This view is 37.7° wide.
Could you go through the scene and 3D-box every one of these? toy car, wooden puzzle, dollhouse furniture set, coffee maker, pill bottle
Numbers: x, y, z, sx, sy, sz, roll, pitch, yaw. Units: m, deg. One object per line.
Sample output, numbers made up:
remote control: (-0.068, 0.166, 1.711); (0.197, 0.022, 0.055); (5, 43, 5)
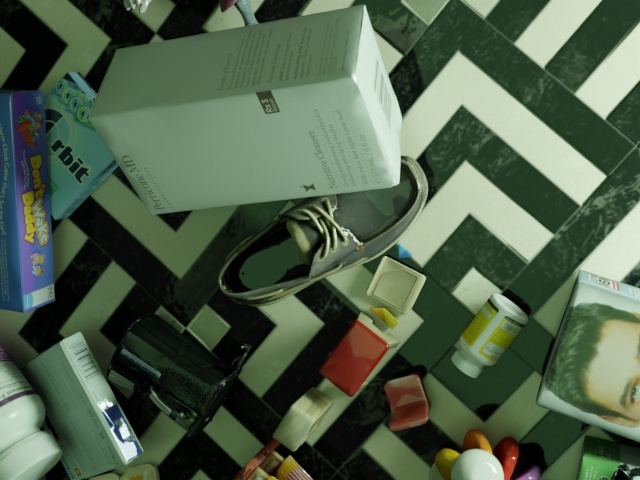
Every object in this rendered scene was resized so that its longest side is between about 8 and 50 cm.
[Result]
toy car: (0.254, 0.355, 1.349); (0.136, 0.159, 0.182); (-35, 85, -20)
wooden puzzle: (0.113, 0.068, 1.408); (0.078, 0.014, 0.116); (33, 105, 5)
dollhouse furniture set: (0.021, 0.320, 1.391); (0.201, 0.152, 0.374); (37, 105, 9)
coffee maker: (-0.224, 0.193, 1.480); (0.178, 0.120, 0.171); (34, 80, 9)
pill bottle: (-0.559, 0.267, 1.531); (0.169, 0.169, 0.301); (-44, 77, 16)
pill bottle: (0.241, 0.139, 1.352); (0.065, 0.065, 0.116); (37, 105, 9)

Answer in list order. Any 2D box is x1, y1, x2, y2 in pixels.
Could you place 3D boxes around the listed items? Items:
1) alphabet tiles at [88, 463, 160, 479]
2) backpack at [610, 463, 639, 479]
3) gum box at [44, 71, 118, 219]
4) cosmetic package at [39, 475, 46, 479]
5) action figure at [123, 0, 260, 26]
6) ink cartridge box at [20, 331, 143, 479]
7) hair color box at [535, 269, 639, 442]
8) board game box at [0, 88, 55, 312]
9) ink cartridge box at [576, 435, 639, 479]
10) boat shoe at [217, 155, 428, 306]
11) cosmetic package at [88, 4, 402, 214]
alphabet tiles: (-0.306, 0.519, 1.533); (0.277, 0.021, 0.284); (-18, 72, 16)
backpack: (0.413, 0.378, 1.171); (0.115, 0.182, 0.152); (2, 96, 17)
gum box: (-0.409, -0.152, 1.517); (0.184, 0.041, 0.157); (-41, 84, 16)
cosmetic package: (-0.516, 0.532, 1.588); (0.107, 0.127, 0.238); (-11, 92, 18)
action figure: (-0.137, -0.425, 1.302); (0.370, 0.248, 0.276); (-6, 83, 23)
ink cartridge box: (-0.401, 0.280, 1.543); (0.224, 0.045, 0.223); (-29, 89, 48)
hair color box: (0.500, 0.189, 1.258); (0.374, 0.113, 0.186); (19, 102, 14)
board game box: (-0.556, -0.071, 1.518); (0.233, 0.078, 0.347); (7, 105, 22)
ink cartridge box: (0.463, 0.382, 1.302); (0.219, 0.092, 0.160); (10, 99, 16)
boat shoe: (0.000, 0.000, 1.370); (0.355, 0.130, 0.132); (-35, 87, 17)
cosmetic package: (-0.097, -0.173, 1.313); (0.384, 0.156, 0.217); (-8, 138, 18)
